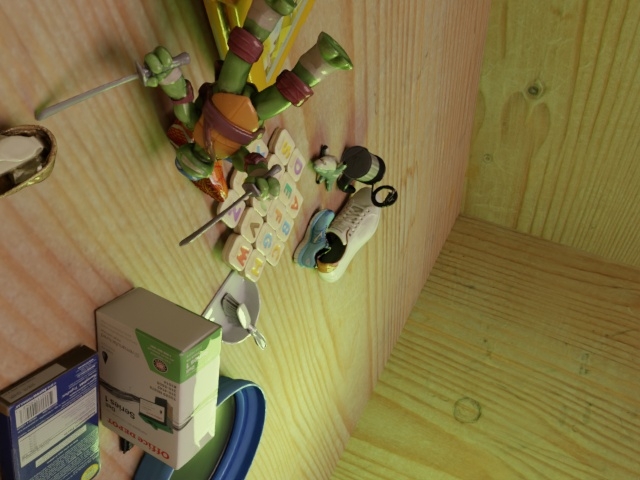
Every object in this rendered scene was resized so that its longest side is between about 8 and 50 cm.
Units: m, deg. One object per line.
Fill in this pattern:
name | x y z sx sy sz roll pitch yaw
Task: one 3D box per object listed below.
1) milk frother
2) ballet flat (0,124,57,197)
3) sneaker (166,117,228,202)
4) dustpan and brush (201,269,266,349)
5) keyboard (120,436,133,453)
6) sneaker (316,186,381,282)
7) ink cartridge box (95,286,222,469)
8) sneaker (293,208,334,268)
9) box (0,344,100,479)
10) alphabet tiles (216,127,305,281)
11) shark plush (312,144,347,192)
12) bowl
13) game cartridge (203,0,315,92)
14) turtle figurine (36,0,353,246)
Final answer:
milk frother | 0.130 -0.161 1.449 0.134 0.143 0.129 3 110 -68
ballet flat | -0.323 -0.055 0.505 0.067 0.073 0.206 -31 -163 40
sneaker | -0.168 -0.122 0.847 0.067 0.064 0.175 -55 155 -26
dustpan and brush | -0.155 0.165 1.142 0.147 0.060 0.211 -59 156 -28
keyboard | -0.281 0.283 0.989 0.180 0.023 0.108 -41 144 -54
sneaker | 0.077 -0.032 1.480 0.290 0.105 0.123 -62 160 -17
ink cartridge box | -0.239 0.203 0.828 0.092 0.160 0.220 -35 139 -55
sneaker | 0.000 0.000 1.363 0.162 0.073 0.063 -65 158 -14
box | -0.360 0.268 0.757 0.136 0.036 0.225 -34 138 -57
alphabet tiles | -0.103 -0.067 1.085 0.278 0.021 0.284 54 53 -62
shark plush | 0.009 -0.161 1.317 0.067 0.073 0.161 -44 174 -12
bowl | -0.247 0.466 1.163 0.391 0.077 0.391 -50 151 -41
game cartridge | -0.056 -0.384 0.815 0.285 0.052 0.324 90 24 -75
turtle figurine | -0.104 -0.147 0.647 0.266 0.198 0.274 -45 163 22
